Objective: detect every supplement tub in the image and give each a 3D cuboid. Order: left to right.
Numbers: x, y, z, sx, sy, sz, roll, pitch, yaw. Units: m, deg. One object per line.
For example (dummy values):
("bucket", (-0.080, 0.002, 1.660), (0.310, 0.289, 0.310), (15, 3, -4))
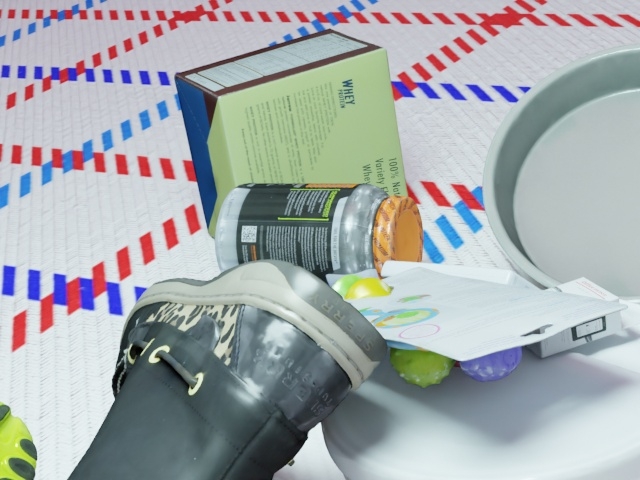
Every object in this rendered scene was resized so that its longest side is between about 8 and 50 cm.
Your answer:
("supplement tub", (0.000, 0.000, 1.425), (0.190, 0.117, 0.117), (2, 26, 26))

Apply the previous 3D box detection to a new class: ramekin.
("ramekin", (0.143, 0.149, 1.005), (0.273, 0.127, 0.273), (-9, 23, 4))

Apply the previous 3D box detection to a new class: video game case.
("video game case", (0.150, 0.057, 1.201), (0.157, 0.143, 0.019), (3, 67, 53))

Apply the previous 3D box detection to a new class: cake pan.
("cake pan", (0.302, -0.056, 1.340), (0.293, 0.054, 0.293), (-10, 56, 15))

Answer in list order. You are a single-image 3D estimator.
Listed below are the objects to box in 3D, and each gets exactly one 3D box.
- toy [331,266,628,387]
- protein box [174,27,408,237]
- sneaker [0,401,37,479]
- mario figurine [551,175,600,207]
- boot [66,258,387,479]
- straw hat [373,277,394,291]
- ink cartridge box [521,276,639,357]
("toy", (0.084, 0.066, 0.982), (0.137, 0.056, 0.237), (-16, 16, -29))
("protein box", (-0.030, -0.108, 1.581), (0.201, 0.199, 0.136), (-19, 25, -20))
("sneaker", (-0.317, 0.240, 1.057), (0.123, 0.109, 0.295), (-31, 15, 35))
("mario figurine", (0.398, -0.060, 1.445), (0.321, 0.170, 0.198), (-19, 59, 5))
("boot", (-0.123, 0.170, 0.988), (0.284, 0.138, 0.377), (-55, 16, -24))
("straw hat", (0.091, 0.091, 1.239), (0.144, 0.144, 0.061), (15, 73, 45))
("ink cartridge box", (0.182, 0.052, 1.014), (0.083, 0.028, 0.048), (-17, 24, -18))
